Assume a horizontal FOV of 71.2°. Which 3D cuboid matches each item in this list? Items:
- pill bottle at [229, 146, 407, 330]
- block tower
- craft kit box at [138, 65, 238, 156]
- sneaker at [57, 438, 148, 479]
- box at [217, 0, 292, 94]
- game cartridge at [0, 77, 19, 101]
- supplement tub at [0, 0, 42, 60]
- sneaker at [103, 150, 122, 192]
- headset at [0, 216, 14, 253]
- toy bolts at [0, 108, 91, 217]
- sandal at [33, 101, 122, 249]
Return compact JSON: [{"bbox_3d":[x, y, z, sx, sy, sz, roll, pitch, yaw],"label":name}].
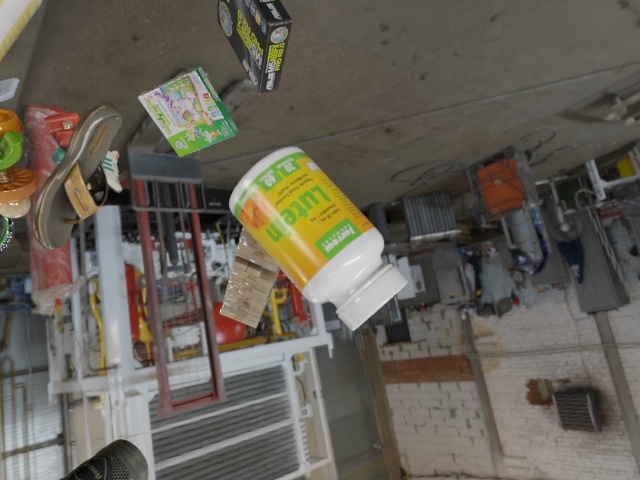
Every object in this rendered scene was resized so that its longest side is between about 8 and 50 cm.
[{"bbox_3d":[0.000,0.000,0.622,0.136,0.245,0.136,-40,169,-9],"label":"pill bottle"},{"bbox_3d":[-0.120,0.032,0.909,0.091,0.097,0.335,23,128,-1],"label":"block tower"},{"bbox_3d":[-0.456,-0.440,1.555,0.247,0.060,0.249,-14,126,23],"label":"craft kit box"},{"bbox_3d":[-0.268,0.340,0.476,0.087,0.227,0.130,22,-166,25],"label":"sneaker"},{"bbox_3d":[-0.169,-0.533,1.085,0.060,0.269,0.216,-22,163,-23],"label":"box"},{"bbox_3d":[-0.754,-0.353,1.056,0.084,0.055,0.017,-4,152,18],"label":"game cartridge"},{"bbox_3d":[-0.715,-0.490,0.876,0.241,0.331,0.241,21,165,6],"label":"supplement tub"},{"bbox_3d":[-0.598,-0.217,1.271,0.075,0.161,0.057,-34,-173,-17],"label":"sneaker"},{"bbox_3d":[-1.002,-0.033,1.118,0.395,0.243,0.185,-7,-166,-38],"label":"headset"},{"bbox_3d":[-0.580,-0.163,0.912,0.229,0.218,0.158,-21,135,-32],"label":"toy bolts"},{"bbox_3d":[-0.315,-0.078,0.603,0.060,0.219,0.090,30,-176,-5],"label":"sandal"}]
